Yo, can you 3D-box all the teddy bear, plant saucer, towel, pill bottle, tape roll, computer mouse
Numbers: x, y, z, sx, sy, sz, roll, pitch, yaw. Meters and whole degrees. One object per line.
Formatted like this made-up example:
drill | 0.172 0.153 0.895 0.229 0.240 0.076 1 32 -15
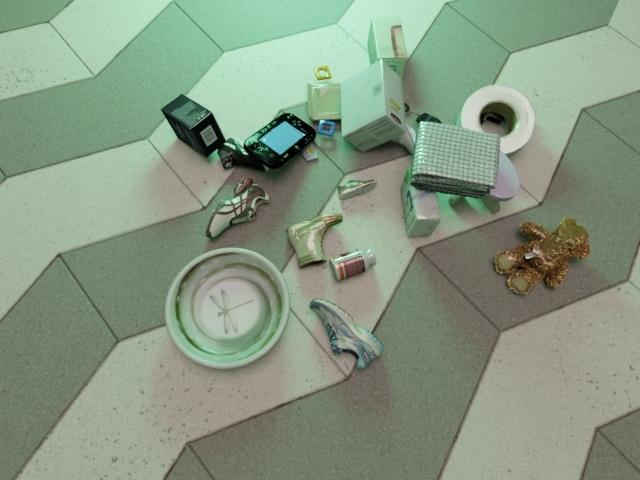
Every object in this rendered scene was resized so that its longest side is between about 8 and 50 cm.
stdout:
teddy bear | 0.785 0.055 1.620 0.245 0.113 0.338 40 79 21
plant saucer | -0.299 0.224 1.498 0.401 0.100 0.400 1 68 -2
towel | 0.459 -0.274 1.559 0.284 0.121 0.235 11 65 5
pill bottle | 0.113 0.079 1.582 0.152 0.086 0.086 -18 69 -9
tape roll | 0.685 -0.457 1.781 0.286 0.100 0.286 -1 82 4
computer mouse | 0.389 -0.508 1.869 0.242 0.041 0.071 33 61 18

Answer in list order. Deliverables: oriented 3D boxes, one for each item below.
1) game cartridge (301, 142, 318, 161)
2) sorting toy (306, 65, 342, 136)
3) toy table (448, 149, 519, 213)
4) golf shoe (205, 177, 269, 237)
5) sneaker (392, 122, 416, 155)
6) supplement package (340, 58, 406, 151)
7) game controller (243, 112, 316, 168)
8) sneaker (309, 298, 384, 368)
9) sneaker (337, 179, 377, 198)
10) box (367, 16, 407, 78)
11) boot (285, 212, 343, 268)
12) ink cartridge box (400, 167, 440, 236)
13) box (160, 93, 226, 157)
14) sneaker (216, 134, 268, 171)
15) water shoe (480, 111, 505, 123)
game cartridge | -0.047 -0.350 1.794 0.056 0.017 0.083 -20 69 -6
sorting toy | 0.042 -0.568 1.873 0.196 0.047 0.347 -2 69 -9
toy table | 0.598 -0.236 1.692 0.252 0.161 0.274 -20 70 -10
golf shoe | -0.302 -0.104 1.637 0.120 0.105 0.273 36 71 5
sneaker | 0.310 -0.424 1.807 0.091 0.094 0.258 -26 61 -3
supplement package | 0.201 -0.514 1.751 0.204 0.145 0.261 -18 62 37
game controller | -0.148 -0.383 1.726 0.166 0.067 0.319 30 48 13
sneaker | 0.065 0.302 1.476 0.283 0.110 0.122 37 74 13
sneaker | 0.137 -0.211 1.720 0.158 0.061 0.064 -18 63 -10
box | 0.279 -0.805 1.924 0.127 0.148 0.232 -2 68 -3
boot | 0.000 0.000 1.616 0.213 0.077 0.165 -19 69 -4
ink cartridge box | 0.358 -0.137 1.644 0.093 0.154 0.212 -4 68 -4
box | -0.477 -0.434 1.711 0.207 0.153 0.108 36 71 30
sneaker | -0.307 -0.300 1.735 0.217 0.079 0.121 40 74 22
water shoe | 0.747 -0.518 1.875 0.203 0.073 0.080 -3 86 3
